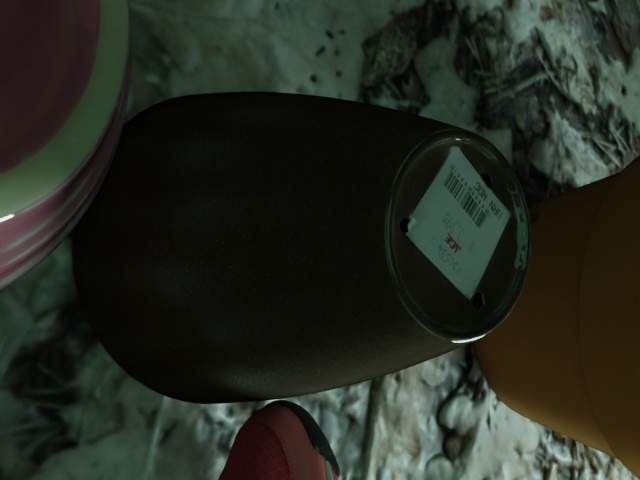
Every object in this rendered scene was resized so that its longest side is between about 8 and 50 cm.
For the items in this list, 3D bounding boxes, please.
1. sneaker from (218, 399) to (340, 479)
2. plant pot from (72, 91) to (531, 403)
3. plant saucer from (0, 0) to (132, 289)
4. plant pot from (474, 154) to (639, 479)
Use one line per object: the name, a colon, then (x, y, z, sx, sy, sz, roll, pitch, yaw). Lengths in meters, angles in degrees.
sneaker: (-0.077, 0.243, 0.521, 0.136, 0.116, 0.313, 24, 75, -33)
plant pot: (0.000, 0.000, 0.523, 0.215, 0.230, 0.215, 3, 86, -38)
plant saucer: (-0.214, -0.122, 0.413, 0.332, 0.084, 0.332, 7, 81, -49)
plant pot: (0.268, 0.064, 0.752, 0.291, 0.203, 0.290, 3, 86, -39)
